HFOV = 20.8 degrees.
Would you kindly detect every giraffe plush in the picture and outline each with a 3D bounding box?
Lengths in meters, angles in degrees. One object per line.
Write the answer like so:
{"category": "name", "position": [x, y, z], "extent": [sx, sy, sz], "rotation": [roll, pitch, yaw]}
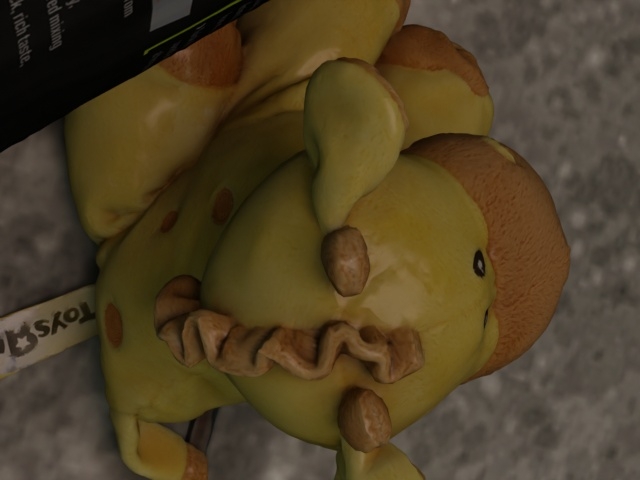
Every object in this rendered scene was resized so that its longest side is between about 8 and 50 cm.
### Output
{"category": "giraffe plush", "position": [0.000, 0.000, 0.542], "extent": [0.210, 0.170, 0.181], "rotation": [-41, 113, -18]}

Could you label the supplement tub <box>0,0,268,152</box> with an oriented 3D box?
{"category": "supplement tub", "position": [-0.073, -0.149, 0.464], "extent": [0.338, 0.207, 0.207], "rotation": [-32, 110, -23]}
